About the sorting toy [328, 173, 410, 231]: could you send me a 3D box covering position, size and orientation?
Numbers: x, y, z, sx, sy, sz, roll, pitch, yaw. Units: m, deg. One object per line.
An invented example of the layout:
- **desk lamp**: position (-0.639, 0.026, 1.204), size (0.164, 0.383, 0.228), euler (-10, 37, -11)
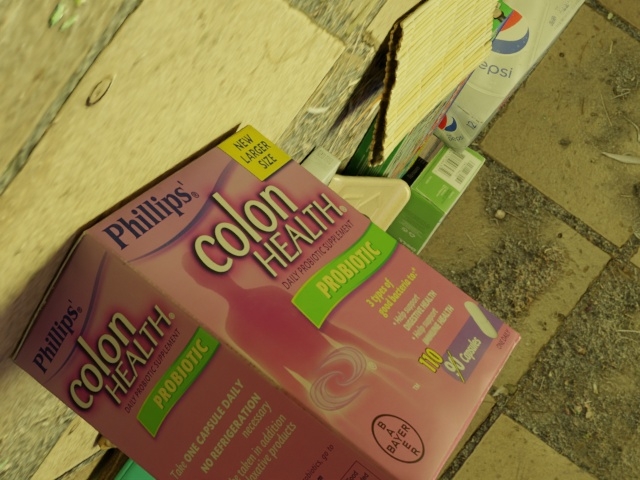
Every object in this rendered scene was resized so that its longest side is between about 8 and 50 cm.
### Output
- **sorting toy**: position (0.000, 0.000, 1.480), size (0.193, 0.038, 0.208), euler (-54, 157, 17)

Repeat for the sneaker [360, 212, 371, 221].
- **sneaker**: position (0.014, 0.003, 1.346), size (0.106, 0.078, 0.234), euler (-50, 172, -15)

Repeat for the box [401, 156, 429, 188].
- **box**: position (0.031, 0.006, 1.821), size (0.270, 0.060, 0.216), euler (-47, 172, -45)

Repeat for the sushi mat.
- **sushi mat**: position (0.128, -0.200, 1.314), size (0.316, 0.019, 0.151), euler (-45, 149, -52)

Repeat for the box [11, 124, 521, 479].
- **box**: position (-0.024, 0.068, 0.823), size (0.117, 0.243, 0.213), euler (-56, 173, 31)

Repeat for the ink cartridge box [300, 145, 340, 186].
- **ink cartridge box**: position (-0.030, -0.033, 1.234), size (0.115, 0.029, 0.063), euler (-50, 174, -29)

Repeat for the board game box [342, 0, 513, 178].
- **board game box**: position (0.106, -0.140, 1.590), size (0.213, 0.046, 0.317), euler (-47, 172, -38)

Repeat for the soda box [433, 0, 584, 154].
- **soda box**: position (0.247, -0.254, 1.774), size (0.286, 0.091, 0.098), euler (-49, 175, -27)

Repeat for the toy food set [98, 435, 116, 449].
- **toy food set**: position (-0.183, 0.176, 1.291), size (0.083, 0.020, 0.083), euler (-31, 155, -36)

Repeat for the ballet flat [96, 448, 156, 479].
- **ballet flat**: position (-0.143, 0.191, 1.406), size (0.342, 0.116, 0.124), euler (-55, -166, 28)

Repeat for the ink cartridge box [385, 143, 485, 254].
- **ink cartridge box**: position (0.155, -0.051, 1.842), size (0.109, 0.062, 0.209), euler (-51, 175, -25)
